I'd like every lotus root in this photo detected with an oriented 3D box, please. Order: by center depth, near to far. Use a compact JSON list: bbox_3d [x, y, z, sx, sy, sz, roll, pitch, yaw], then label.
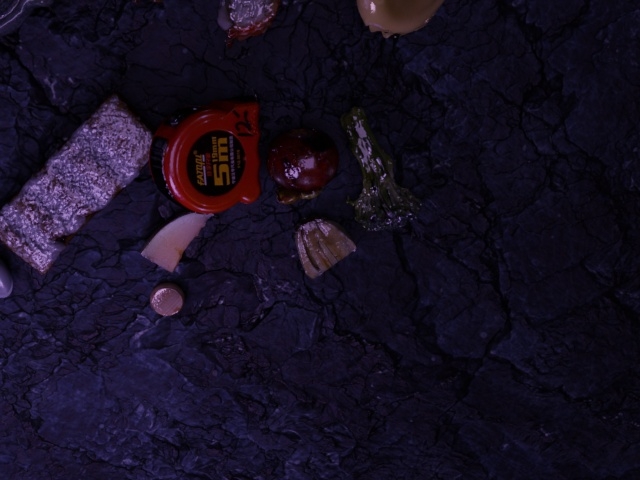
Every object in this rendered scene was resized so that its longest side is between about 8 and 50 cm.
[{"bbox_3d":[0.001,-0.002,1.622,0.143,0.070,0.144,-28,115,6],"label":"lotus root"}]

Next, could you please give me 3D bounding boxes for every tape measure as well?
[{"bbox_3d":[-0.246,-0.187,1.456,0.260,0.114,0.253,-15,114,-35],"label":"tape measure"}]

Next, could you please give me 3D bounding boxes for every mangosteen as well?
[{"bbox_3d":[-0.040,-0.169,1.522,0.166,0.166,0.180,-5,135,-8],"label":"mangosteen"}]

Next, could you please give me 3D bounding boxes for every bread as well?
[{"bbox_3d":[-0.531,-0.127,1.464,0.416,0.113,0.165,-45,112,5],"label":"bread"}]

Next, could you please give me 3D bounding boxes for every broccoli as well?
[{"bbox_3d":[0.124,-0.166,1.568,0.165,0.145,0.304,-23,98,-6],"label":"broccoli"}]

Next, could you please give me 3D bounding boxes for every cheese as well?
[{"bbox_3d":[0.184,-0.594,1.430,0.260,0.128,0.315,19,105,-18],"label":"cheese"}]

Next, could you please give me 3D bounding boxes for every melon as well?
[{"bbox_3d":[-0.337,-0.017,1.568,0.098,0.054,0.182,33,100,-24],"label":"melon"}]

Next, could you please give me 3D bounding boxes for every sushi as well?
[{"bbox_3d":[-0.138,-0.563,1.385,0.130,0.124,0.332,9,105,-3],"label":"sushi"}]

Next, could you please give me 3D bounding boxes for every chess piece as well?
[{"bbox_3d":[-0.372,0.143,1.620,0.084,0.038,0.083,-3,107,-11],"label":"chess piece"}]

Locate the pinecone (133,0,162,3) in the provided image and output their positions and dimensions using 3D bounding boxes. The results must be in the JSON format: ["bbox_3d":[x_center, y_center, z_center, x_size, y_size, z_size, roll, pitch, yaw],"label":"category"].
[{"bbox_3d":[-0.341,-0.582,1.283,0.264,0.264,0.264,-3,108,-9],"label":"pinecone"}]

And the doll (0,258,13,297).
[{"bbox_3d":[-0.809,0.063,1.452,0.195,0.153,0.258,-39,118,-26],"label":"doll"}]

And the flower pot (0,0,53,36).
[{"bbox_3d":[-0.652,-0.508,1.232,0.299,0.283,0.299,-3,105,-11],"label":"flower pot"}]
